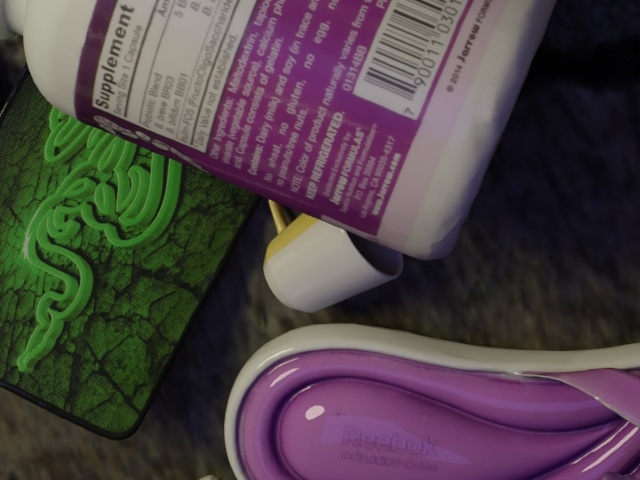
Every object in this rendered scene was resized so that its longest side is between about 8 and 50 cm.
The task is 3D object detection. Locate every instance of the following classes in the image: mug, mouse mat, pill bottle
[{"bbox_3d":[0.002,0.003,1.017,0.064,0.078,0.062,-33,130,25],"label":"mug"},{"bbox_3d":[-0.130,0.000,1.010,0.153,0.007,0.189,28,88,-14],"label":"mouse mat"},{"bbox_3d":[-0.044,-0.118,0.928,0.302,0.169,0.169,23,107,4],"label":"pill bottle"}]

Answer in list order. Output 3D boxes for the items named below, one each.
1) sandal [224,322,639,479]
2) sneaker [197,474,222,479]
[{"bbox_3d":[0.147,0.138,0.995,0.416,0.102,0.169,2,105,9],"label":"sandal"},{"bbox_3d":[-0.098,0.190,1.073,0.232,0.090,0.115,14,77,17],"label":"sneaker"}]
